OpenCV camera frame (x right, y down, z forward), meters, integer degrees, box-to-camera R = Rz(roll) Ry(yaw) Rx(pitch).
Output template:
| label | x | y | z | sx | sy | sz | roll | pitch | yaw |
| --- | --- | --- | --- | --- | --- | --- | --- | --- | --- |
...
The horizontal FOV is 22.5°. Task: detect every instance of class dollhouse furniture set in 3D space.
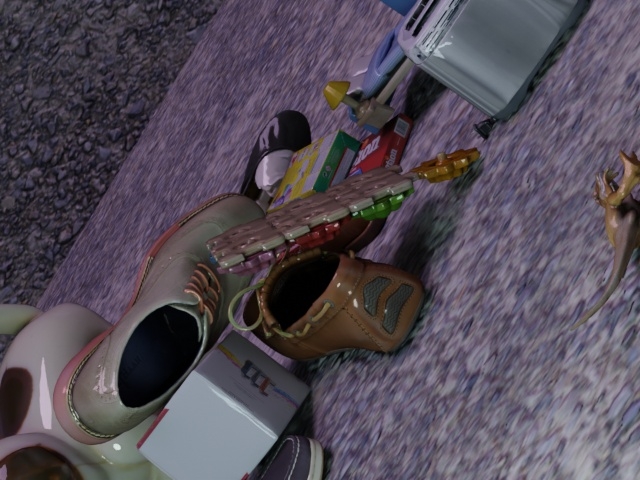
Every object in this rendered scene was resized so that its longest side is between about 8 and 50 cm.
| label | x | y | z | sx | sy | sz | roll | pitch | yaw |
| --- | --- | --- | --- | --- | --- | --- | --- | --- | --- |
| dollhouse furniture set | 0.090 | -0.349 | 2.142 | 0.286 | 0.198 | 0.303 | -51 | 11 | 41 |

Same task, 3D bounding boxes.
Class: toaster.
| label | x | y | z | sx | sy | sz | roll | pitch | yaw |
| --- | --- | --- | --- | --- | --- | --- | --- | --- | --- |
| toaster | 0.191 | -0.248 | 1.869 | 0.227 | 0.146 | 0.129 | -56 | 16 | 11 |

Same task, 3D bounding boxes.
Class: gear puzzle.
| label | x | y | z | sx | sy | sz | roll | pitch | yaw |
| --- | --- | --- | --- | --- | --- | --- | --- | --- | --- |
| gear puzzle | 0.031 | -0.034 | 1.879 | 0.338 | 0.044 | 0.175 | -24 | 12 | -7 |

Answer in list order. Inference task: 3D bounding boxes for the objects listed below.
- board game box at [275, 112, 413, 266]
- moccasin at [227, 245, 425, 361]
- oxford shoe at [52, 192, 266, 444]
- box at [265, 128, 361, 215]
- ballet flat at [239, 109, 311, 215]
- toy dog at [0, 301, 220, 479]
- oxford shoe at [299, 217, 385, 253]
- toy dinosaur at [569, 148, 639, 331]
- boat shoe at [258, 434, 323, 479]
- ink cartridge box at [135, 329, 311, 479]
| label | x | y | z | sx | sy | sz | roll | pitch | yaw |
| --- | --- | --- | --- | --- | --- | --- | --- | --- | --- |
| board game box | 0.027 | -0.063 | 2.230 | 0.281 | 0.027 | 0.145 | -35 | 28 | 54 |
| moccasin | -0.017 | 0.071 | 1.923 | 0.139 | 0.147 | 0.380 | -62 | 17 | -8 |
| oxford shoe | -0.159 | 0.086 | 1.961 | 0.146 | 0.140 | 0.397 | -20 | 31 | 52 |
| box | -0.016 | -0.086 | 2.270 | 0.179 | 0.043 | 0.105 | -18 | 44 | 62 |
| ballet flat | -0.078 | -0.058 | 2.431 | 0.280 | 0.095 | 0.096 | -66 | 25 | 15 |
| toy dog | -0.323 | 0.270 | 2.079 | 0.284 | 0.395 | 0.408 | -37 | 18 | 32 |
| oxford shoe | 0.000 | 0.000 | 2.121 | 0.212 | 0.076 | 0.076 | -46 | 23 | 42 |
| toy dinosaur | 0.272 | -0.010 | 1.421 | 0.211 | 0.064 | 0.112 | -70 | 0 | -58 |
| boat shoe | -0.087 | 0.335 | 1.773 | 0.285 | 0.092 | 0.103 | -63 | 16 | -15 |
| ink cartridge box | -0.112 | 0.211 | 1.913 | 0.128 | 0.127 | 0.176 | -53 | -3 | 18 |
